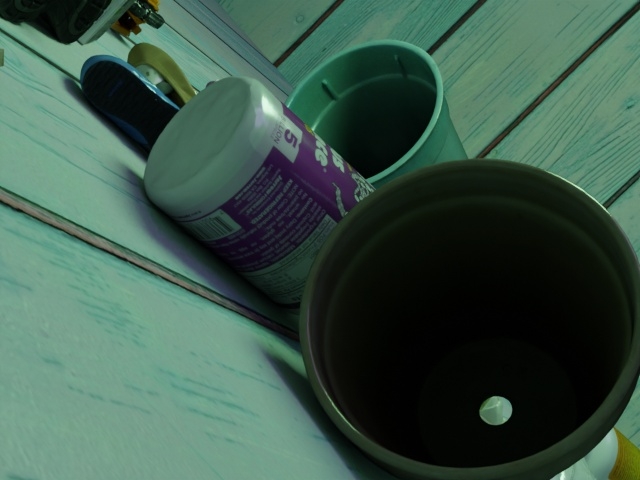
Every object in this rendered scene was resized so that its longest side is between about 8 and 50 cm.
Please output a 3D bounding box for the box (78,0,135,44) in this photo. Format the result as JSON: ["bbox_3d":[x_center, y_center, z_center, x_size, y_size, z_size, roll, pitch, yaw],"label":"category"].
[{"bbox_3d":[-0.348,-0.373,1.686,0.203,0.103,0.114,45,9,-9],"label":"box"}]

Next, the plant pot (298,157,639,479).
[{"bbox_3d":[0.165,0.127,1.261,0.323,0.323,0.280,51,-8,31],"label":"plant pot"}]

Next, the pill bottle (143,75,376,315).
[{"bbox_3d":[-0.029,-0.024,1.346,0.301,0.169,0.169,41,9,-32],"label":"pill bottle"}]

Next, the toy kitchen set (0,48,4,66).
[{"bbox_3d":[-0.314,-0.191,1.081,0.068,0.083,0.075,4,10,-1],"label":"toy kitchen set"}]

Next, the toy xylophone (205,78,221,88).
[{"bbox_3d":[-0.070,-0.098,1.841,0.323,0.081,0.236,46,8,-1],"label":"toy xylophone"}]

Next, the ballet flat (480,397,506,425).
[{"bbox_3d":[0.187,0.203,1.651,0.248,0.086,0.086,45,8,-9],"label":"ballet flat"}]

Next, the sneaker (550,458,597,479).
[{"bbox_3d":[0.275,0.293,1.529,0.152,0.114,0.305,40,16,14],"label":"sneaker"}]

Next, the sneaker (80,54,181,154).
[{"bbox_3d":[-0.189,-0.136,1.445,0.209,0.069,0.082,43,4,-17],"label":"sneaker"}]

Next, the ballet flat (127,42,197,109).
[{"bbox_3d":[-0.194,-0.173,1.612,0.073,0.080,0.232,-16,55,-47],"label":"ballet flat"}]

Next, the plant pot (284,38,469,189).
[{"bbox_3d":[0.137,-0.153,2.436,0.341,0.341,0.334,53,3,41],"label":"plant pot"}]

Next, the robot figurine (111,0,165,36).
[{"bbox_3d":[-0.364,-0.422,1.935,0.291,0.085,0.211,38,11,-43],"label":"robot figurine"}]

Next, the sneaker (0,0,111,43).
[{"bbox_3d":[-0.336,-0.321,1.501,0.130,0.109,0.286,43,6,9],"label":"sneaker"}]

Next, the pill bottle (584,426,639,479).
[{"bbox_3d":[0.409,0.340,1.924,0.245,0.136,0.136,40,10,-40],"label":"pill bottle"}]
